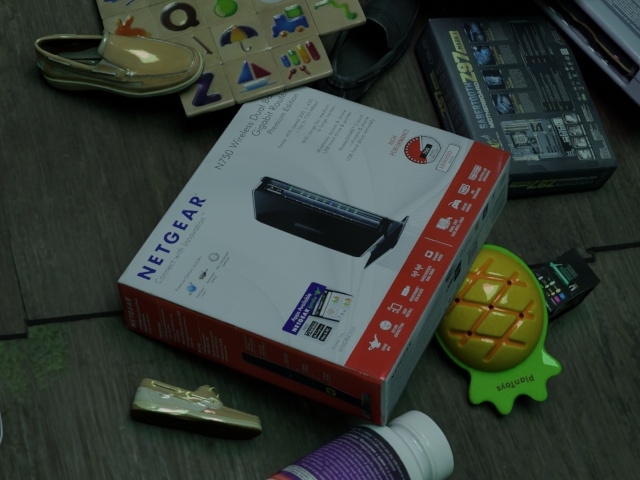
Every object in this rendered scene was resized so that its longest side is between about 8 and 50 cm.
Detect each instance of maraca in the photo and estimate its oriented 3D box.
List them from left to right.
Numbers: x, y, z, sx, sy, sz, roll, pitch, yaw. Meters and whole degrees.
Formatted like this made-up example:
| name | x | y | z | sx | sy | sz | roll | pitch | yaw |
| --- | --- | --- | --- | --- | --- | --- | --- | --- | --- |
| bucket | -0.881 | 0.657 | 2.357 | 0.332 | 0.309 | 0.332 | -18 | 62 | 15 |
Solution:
| name | x | y | z | sx | sy | sz | roll | pitch | yaw |
| --- | --- | --- | --- | --- | --- | --- | --- | --- | --- |
| maraca | 0.189 | 0.095 | 1.738 | 0.127 | 0.099 | 0.185 | -21 | 83 | 2 |

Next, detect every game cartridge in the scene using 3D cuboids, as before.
| name | x | y | z | sx | sy | sz | roll | pitch | yaw |
| --- | --- | --- | --- | --- | --- | --- | --- | --- | --- |
| game cartridge | 0.380 | -0.281 | 2.014 | 0.196 | 0.060 | 0.294 | -20 | 63 | -45 |

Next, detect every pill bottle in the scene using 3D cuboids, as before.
| name | x | y | z | sx | sy | sz | roll | pitch | yaw |
| --- | --- | --- | --- | --- | --- | --- | --- | --- | --- |
| pill bottle | 0.035 | 0.247 | 1.588 | 0.193 | 0.108 | 0.108 | -27 | 71 | -29 |

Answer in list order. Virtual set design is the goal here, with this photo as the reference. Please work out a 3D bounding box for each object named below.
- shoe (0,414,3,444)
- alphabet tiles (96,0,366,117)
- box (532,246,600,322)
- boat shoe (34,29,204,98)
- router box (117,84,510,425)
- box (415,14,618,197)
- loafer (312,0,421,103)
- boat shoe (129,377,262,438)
| name | x | y | z | sx | sy | sz | roll | pitch | yaw |
| --- | --- | --- | --- | --- | --- | --- | --- | --- | --- |
| shoe | -0.356 | 0.122 | 1.555 | 0.063 | 0.081 | 0.178 | -17 | 66 | -26 |
| alphabet tiles | -0.117 | -0.294 | 1.856 | 0.285 | 0.011 | 0.342 | -18 | 57 | -5 |
| box | 0.261 | 0.057 | 1.803 | 0.083 | 0.062 | 0.052 | -28 | 73 | -29 |
| boat shoe | -0.225 | -0.200 | 1.756 | 0.190 | 0.072 | 0.068 | -1 | 60 | 12 |
| router box | 0.000 | 0.000 | 1.688 | 0.301 | 0.082 | 0.335 | 19 | 53 | 17 |
| box | 0.234 | -0.165 | 1.929 | 0.183 | 0.059 | 0.232 | -5 | 61 | -24 |
| loafer | 0.064 | -0.239 | 1.910 | 0.076 | 0.078 | 0.223 | 33 | 56 | 3 |
| boat shoe | -0.123 | 0.168 | 1.620 | 0.135 | 0.050 | 0.045 | 13 | 62 | -10 |
